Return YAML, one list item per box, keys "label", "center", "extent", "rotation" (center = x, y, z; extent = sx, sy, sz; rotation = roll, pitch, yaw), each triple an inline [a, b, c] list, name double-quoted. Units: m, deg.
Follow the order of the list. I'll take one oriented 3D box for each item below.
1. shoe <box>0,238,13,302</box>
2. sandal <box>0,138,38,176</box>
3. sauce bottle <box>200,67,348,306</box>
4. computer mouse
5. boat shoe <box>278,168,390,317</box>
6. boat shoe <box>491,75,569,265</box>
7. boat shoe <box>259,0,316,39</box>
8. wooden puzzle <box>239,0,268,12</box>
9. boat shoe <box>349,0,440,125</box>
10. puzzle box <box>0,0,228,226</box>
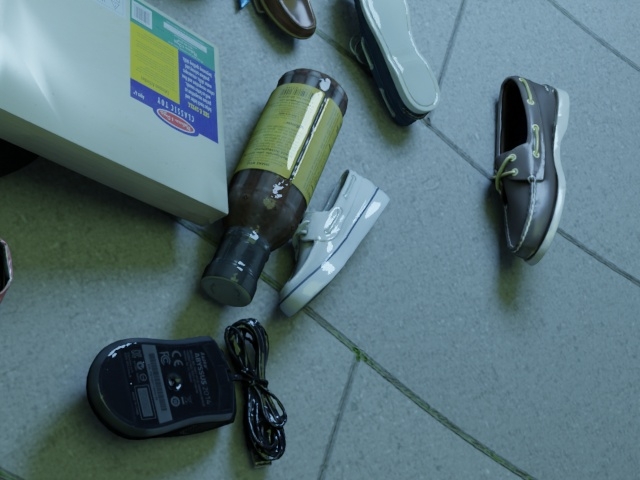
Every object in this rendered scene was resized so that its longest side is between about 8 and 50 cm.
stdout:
- label: "shoe"
  center: [-0.396, 0.081, 1.350]
  extent: [0.064, 0.081, 0.178]
  rotation: [21, 61, -21]
- label: "sandal"
  center: [-0.513, -0.103, 1.338]
  extent: [0.446, 0.167, 0.107]
  rotation: [-19, 52, -42]
- label: "sauce bottle"
  center: [-0.065, -0.072, 1.582]
  extent: [0.111, 0.111, 0.344]
  rotation: [33, 58, -14]
- label: "computer mouse"
  center: [-0.172, 0.187, 1.447]
  extent: [0.272, 0.072, 0.188]
  rotation: [6, 65, -41]
- label: "boat shoe"
  center: [0.000, 0.000, 1.611]
  extent: [0.084, 0.095, 0.258]
  rotation: [41, 46, -4]
- label: "boat shoe"
  center: [0.307, -0.112, 1.809]
  extent: [0.097, 0.116, 0.324]
  rotation: [21, 57, -15]
- label: "boat shoe"
  center: [-0.056, -0.372, 1.723]
  extent: [0.064, 0.060, 0.178]
  rotation: [-21, 77, -35]
- label: "wooden puzzle"
  center: [-0.075, -0.365, 1.757]
  extent: [0.116, 0.014, 0.078]
  rotation: [-8, 70, -32]
- label: "boat shoe"
  center: [0.098, -0.294, 1.785]
  extent: [0.095, 0.079, 0.254]
  rotation: [-21, 84, -36]
- label: "puzzle box"
  center: [-0.274, -0.201, 1.445]
  extent: [0.409, 0.052, 0.272]
  rotation: [27, 48, -44]
